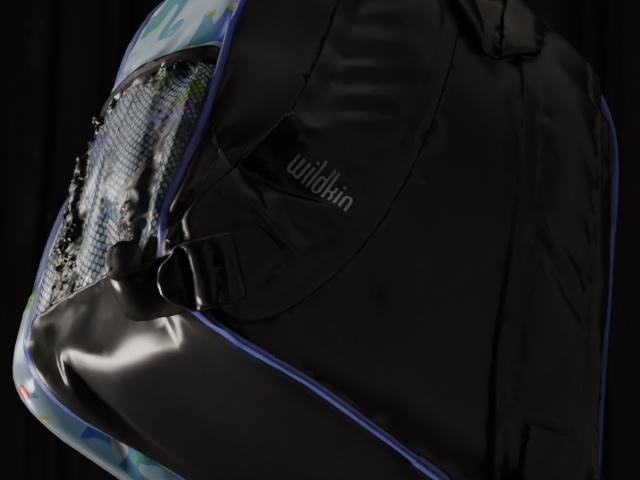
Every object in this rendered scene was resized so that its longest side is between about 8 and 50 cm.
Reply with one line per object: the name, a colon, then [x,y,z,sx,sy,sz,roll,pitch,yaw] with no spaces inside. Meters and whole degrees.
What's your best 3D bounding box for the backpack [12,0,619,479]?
backpack: [0.000,0.000,0.377,0.105,0.114,0.084,35,140,-24]
